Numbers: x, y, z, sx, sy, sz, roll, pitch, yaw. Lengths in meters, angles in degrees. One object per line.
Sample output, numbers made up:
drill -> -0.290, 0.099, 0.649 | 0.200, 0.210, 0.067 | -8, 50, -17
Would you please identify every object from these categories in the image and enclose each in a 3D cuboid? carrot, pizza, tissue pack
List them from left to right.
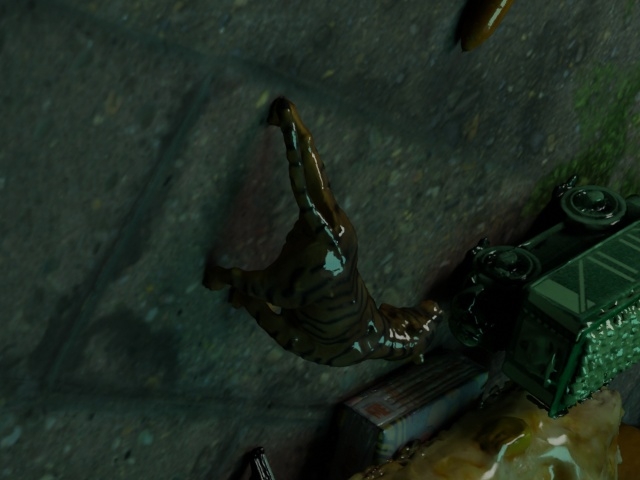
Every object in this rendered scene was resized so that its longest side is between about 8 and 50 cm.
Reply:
tissue pack -> 0.072, 0.166, 1.441 | 0.148, 0.060, 0.108 | -23, 135, -45
pizza -> 0.143, 0.335, 1.423 | 0.435, 0.080, 0.392 | -23, 111, -39
carrot -> 0.149, -0.216, 1.203 | 0.037, 0.037, 0.190 | -4, 124, -54

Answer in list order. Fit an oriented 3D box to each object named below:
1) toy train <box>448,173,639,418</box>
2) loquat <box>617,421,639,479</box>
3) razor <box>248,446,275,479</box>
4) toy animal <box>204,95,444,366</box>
toy train -> 0.227, 0.041, 1.448 | 0.269, 0.154, 0.115 | -26, 141, -41
loquat -> 0.284, 0.326, 1.672 | 0.276, 0.276, 0.284 | 66, 34, -56
razor -> -0.126, 0.243, 1.254 | 0.253, 0.042, 0.082 | -26, 97, -39
toy animal -> -0.005, 0.006, 1.121 | 0.114, 0.116, 0.255 | -47, 148, -18
